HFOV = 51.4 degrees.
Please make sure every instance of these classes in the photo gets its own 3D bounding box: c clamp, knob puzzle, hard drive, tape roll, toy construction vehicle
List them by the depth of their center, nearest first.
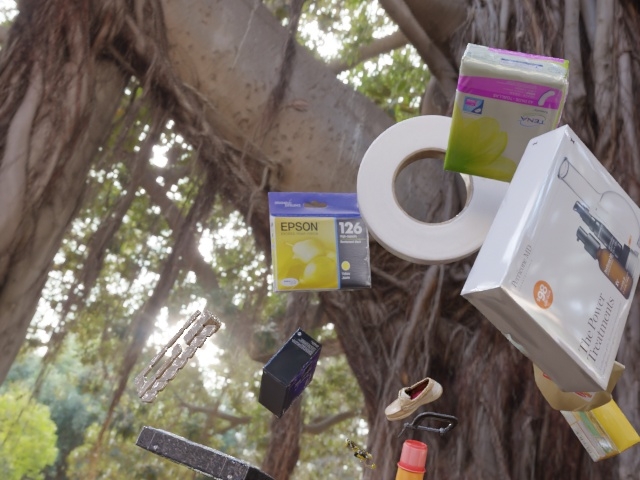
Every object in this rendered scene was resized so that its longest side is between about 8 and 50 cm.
[{"bbox_3d":[0.598,0.324,1.580,0.213,0.030,0.213,13,-65,28],"label":"knob puzzle"},{"bbox_3d":[0.288,-0.131,1.715,0.391,0.392,0.072,13,-11,6],"label":"tape roll"},{"bbox_3d":[-0.295,0.595,1.774,0.338,0.064,0.237,10,-26,26],"label":"hard drive"},{"bbox_3d":[0.331,0.560,2.013,0.160,0.022,0.137,10,-51,-12],"label":"c clamp"},{"bbox_3d":[0.125,0.680,2.110,0.098,0.035,0.086,38,-6,-16],"label":"toy construction vehicle"}]

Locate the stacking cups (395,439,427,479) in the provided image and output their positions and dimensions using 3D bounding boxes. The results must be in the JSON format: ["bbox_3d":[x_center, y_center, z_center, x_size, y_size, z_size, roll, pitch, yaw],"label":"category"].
[{"bbox_3d":[0.217,0.688,1.754,0.096,0.316,0.096,10,-5,1],"label":"stacking cups"}]

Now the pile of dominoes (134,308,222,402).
[{"bbox_3d":[-0.330,0.277,1.558,0.040,0.251,0.196,43,-6,-21],"label":"pile of dominoes"}]

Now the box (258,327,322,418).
[{"bbox_3d":[-0.100,0.429,2.129,0.103,0.184,0.261,37,-33,17],"label":"box"}]

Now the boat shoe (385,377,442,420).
[{"bbox_3d":[0.232,0.408,1.732,0.170,0.063,0.059,-35,-64,15],"label":"boat shoe"}]

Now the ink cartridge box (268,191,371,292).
[{"bbox_3d":[0.000,0.000,2.010,0.303,0.308,0.072,-1,-6,-19],"label":"ink cartridge box"}]

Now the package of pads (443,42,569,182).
[{"bbox_3d":[0.411,-0.271,1.478,0.229,0.101,0.297,14,-45,14],"label":"package of pads"}]

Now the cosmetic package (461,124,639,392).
[{"bbox_3d":[0.430,0.028,1.169,0.284,0.377,0.097,40,-30,-16],"label":"cosmetic package"}]

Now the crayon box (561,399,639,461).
[{"bbox_3d":[0.757,0.489,1.827,0.083,0.203,0.323,-30,-24,-1],"label":"crayon box"}]
